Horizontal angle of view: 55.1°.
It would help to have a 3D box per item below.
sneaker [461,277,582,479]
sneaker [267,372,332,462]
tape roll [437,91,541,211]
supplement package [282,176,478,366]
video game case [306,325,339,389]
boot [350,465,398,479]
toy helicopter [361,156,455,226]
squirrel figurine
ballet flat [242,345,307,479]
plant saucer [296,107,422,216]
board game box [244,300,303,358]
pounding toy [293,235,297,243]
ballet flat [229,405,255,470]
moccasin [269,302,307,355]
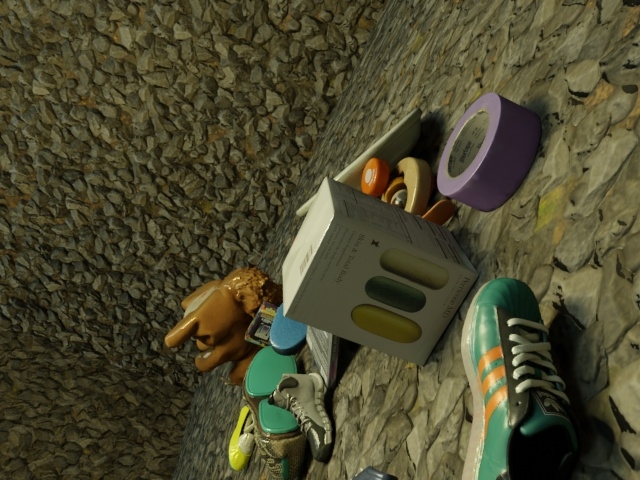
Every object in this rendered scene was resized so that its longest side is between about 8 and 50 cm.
[{"bbox_3d":[0.228,0.173,0.673,0.121,0.108,0.302,135,146,-59],"label":"sneaker"},{"bbox_3d":[-0.054,0.388,1.368,0.229,0.132,0.086,-104,32,-54],"label":"sneaker"},{"bbox_3d":[0.282,-0.149,1.046,0.189,0.080,0.189,-158,90,-79],"label":"tape roll"},{"bbox_3d":[0.092,0.051,1.075,0.198,0.262,0.199,-99,33,-66],"label":"supplement package"},{"bbox_3d":[0.006,0.181,1.446,0.196,0.026,0.274,-120,30,-57],"label":"video game case"},{"bbox_3d":[0.067,0.422,1.026,0.190,0.069,0.086,-23,39,62],"label":"boot"},{"bbox_3d":[0.162,0.005,1.273,0.235,0.140,0.355,-143,65,-68],"label":"toy helicopter"},{"bbox_3d":[-0.234,0.294,1.988,0.397,0.370,0.281,-37,16,5],"label":"squirrel figurine"},{"bbox_3d":[-0.119,0.453,1.600,0.483,0.164,0.182,-118,25,-73],"label":"ballet flat"},{"bbox_3d":[0.118,-0.164,1.529,0.400,0.100,0.400,-41,3,3],"label":"plant saucer"},{"bbox_3d":[-0.122,0.269,1.834,0.141,0.170,0.048,-58,14,34],"label":"board game box"},{"bbox_3d":[0.000,0.000,1.703,0.110,0.183,0.237,-23,21,18],"label":"pounding toy"},{"bbox_3d":[-0.235,0.617,1.958,0.077,0.077,0.231,-39,24,32],"label":"ballet flat"},{"bbox_3d":[-0.026,0.193,1.705,0.342,0.137,0.117,-55,-25,-37],"label":"moccasin"}]
